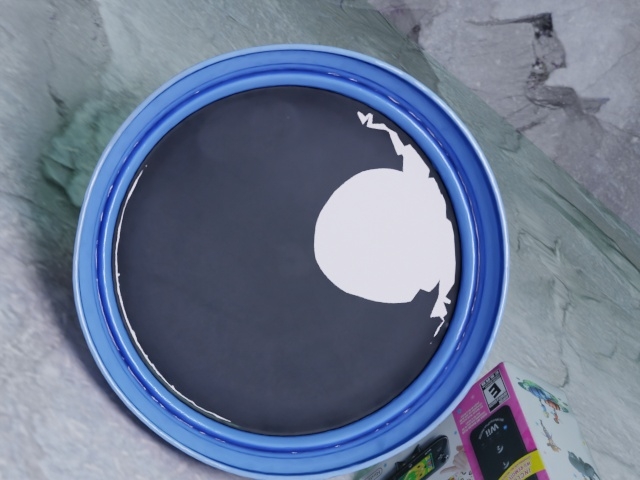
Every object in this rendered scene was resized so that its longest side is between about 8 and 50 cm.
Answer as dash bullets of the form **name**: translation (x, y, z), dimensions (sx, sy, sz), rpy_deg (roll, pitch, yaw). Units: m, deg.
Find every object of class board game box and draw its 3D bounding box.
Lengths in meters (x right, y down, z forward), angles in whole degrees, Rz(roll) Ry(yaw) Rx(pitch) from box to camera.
- **board game box**: translation (0.162, 0.296, 1.191), dimensions (0.097, 0.224, 0.303), rpy_deg (30, 28, -34)

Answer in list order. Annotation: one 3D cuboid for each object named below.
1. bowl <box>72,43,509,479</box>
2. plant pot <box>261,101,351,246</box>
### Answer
- **bowl**: translation (-0.026, 0.019, 1.175), dimensions (0.391, 0.391, 0.077), rpy_deg (43, -5, -5)
- **plant pot**: translation (0.000, 0.000, 1.349), dimensions (0.235, 0.293, 0.293), rpy_deg (63, 27, 6)
